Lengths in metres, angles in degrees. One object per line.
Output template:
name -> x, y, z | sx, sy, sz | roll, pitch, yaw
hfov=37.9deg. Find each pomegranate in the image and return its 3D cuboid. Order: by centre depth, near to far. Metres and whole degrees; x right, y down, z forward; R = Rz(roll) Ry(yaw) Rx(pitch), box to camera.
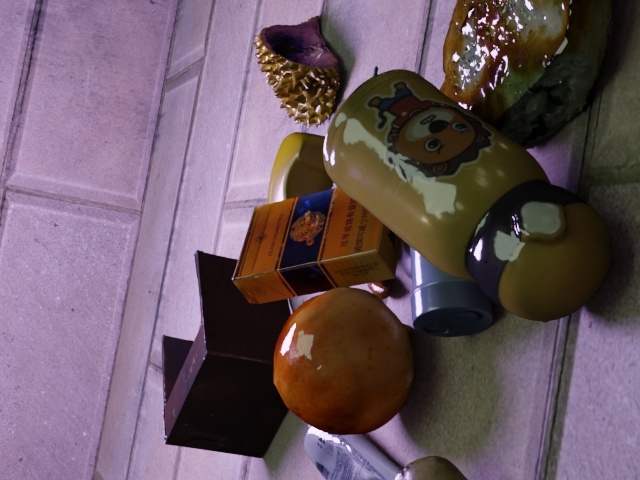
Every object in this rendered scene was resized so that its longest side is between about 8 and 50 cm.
pomegranate -> 0.034, 0.168, 1.285 | 0.209, 0.209, 0.209 | -169, 90, -67

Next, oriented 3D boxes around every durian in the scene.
durian -> -0.044, -0.316, 1.812 | 0.260, 0.153, 0.187 | -117, 19, -66

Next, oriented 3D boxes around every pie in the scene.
pie -> 0.243, -0.272, 1.129 | 0.355, 0.102, 0.289 | 120, 151, -52

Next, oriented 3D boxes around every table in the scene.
table -> -0.174, 0.213, 1.762 | 0.282, 0.196, 0.251 | -106, 34, -51

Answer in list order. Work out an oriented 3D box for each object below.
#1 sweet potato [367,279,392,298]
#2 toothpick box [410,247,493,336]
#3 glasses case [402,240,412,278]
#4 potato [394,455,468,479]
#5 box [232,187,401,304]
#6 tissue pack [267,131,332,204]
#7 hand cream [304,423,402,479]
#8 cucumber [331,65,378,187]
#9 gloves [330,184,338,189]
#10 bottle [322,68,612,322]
sweet potato -> 0.090, 0.068, 1.416 | 0.095, 0.034, 0.034 | -125, 50, -73
toothpick box -> 0.162, 0.034, 1.179 | 0.101, 0.101, 0.153 | 137, 140, -53
glasses case -> 0.153, -0.040, 1.297 | 0.074, 0.049, 0.194 | -175, 94, -67
potato -> 0.124, 0.398, 1.062 | 0.176, 0.141, 0.298 | -10, 63, 52
box -> 0.000, -0.001, 1.351 | 0.237, 0.070, 0.152 | -14, 43, 27
tissue pack -> -0.026, -0.099, 1.640 | 0.127, 0.123, 0.178 | 14, 94, 63
hand cream -> 0.066, 0.340, 1.326 | 0.340, 0.077, 0.125 | 35, 111, 56
cucumber -> 0.066, -0.166, 1.551 | 0.056, 0.056, 0.250 | -133, 57, -62
gloves -> 0.055, -0.060, 1.468 | 0.127, 0.111, 0.212 | 141, 129, -60
bottle -> 0.169, -0.047, 1.043 | 0.351, 0.171, 0.172 | 41, 120, 39
